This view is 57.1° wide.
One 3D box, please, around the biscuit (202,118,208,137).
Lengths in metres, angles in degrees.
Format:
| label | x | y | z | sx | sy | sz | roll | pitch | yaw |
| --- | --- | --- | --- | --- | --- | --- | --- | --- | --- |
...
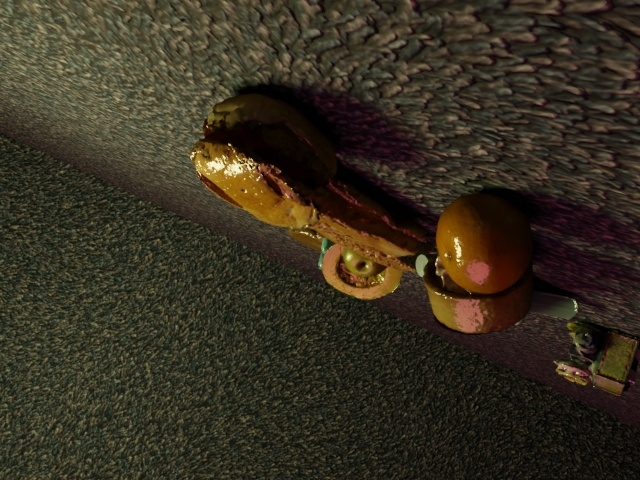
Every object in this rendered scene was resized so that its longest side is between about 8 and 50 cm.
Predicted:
| label | x | y | z | sx | sy | sz | roll | pitch | yaw |
| --- | --- | --- | --- | --- | --- | --- | --- | --- | --- |
| biscuit | -0.163 | -0.175 | 1.178 | 0.192 | 0.049 | 0.192 | 35 | 161 | 14 |

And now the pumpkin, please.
| label | x | y | z | sx | sy | sz | roll | pitch | yaw |
| --- | --- | --- | --- | --- | --- | --- | --- | --- | --- |
| pumpkin | 0.112 | 0.054 | 1.589 | 0.217 | 0.217 | 0.110 | 27 | -149 | -13 |

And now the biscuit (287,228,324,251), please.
| label | x | y | z | sx | sy | sz | roll | pitch | yaw |
| --- | --- | --- | --- | --- | --- | --- | --- | --- | --- |
| biscuit | 0.000 | 0.000 | 1.822 | 0.225 | 0.042 | 0.226 | 23 | 171 | 4 |

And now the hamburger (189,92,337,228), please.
| label | x | y | z | sx | sy | sz | roll | pitch | yaw |
| --- | --- | --- | --- | --- | --- | --- | --- | --- | --- |
| hamburger | -0.085 | -0.135 | 0.965 | 0.244 | 0.163 | 0.244 | 23 | 162 | 8 |

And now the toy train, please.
| label | x | y | z | sx | sy | sz | roll | pitch | yaw |
| --- | --- | --- | --- | --- | --- | --- | --- | --- | --- |
| toy train | 0.681 | 0.294 | 1.444 | 0.177 | 0.134 | 0.261 | 19 | 169 | 29 |

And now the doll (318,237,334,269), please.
| label | x | y | z | sx | sy | sz | roll | pitch | yaw |
| --- | --- | --- | --- | --- | --- | --- | --- | --- | --- |
| doll | 0.076 | 0.041 | 1.699 | 0.158 | 0.059 | 0.159 | 13 | 144 | -6 |

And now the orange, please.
| label | x | y | z | sx | sy | sz | roll | pitch | yaw |
| --- | --- | --- | --- | --- | --- | --- | --- | --- | --- |
| orange | 0.256 | 0.002 | 0.909 | 0.136 | 0.159 | 0.159 | -18 | 177 | -11 |

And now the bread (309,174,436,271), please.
| label | x | y | z | sx | sy | sz | roll | pitch | yaw |
| --- | --- | --- | --- | --- | --- | --- | --- | --- | --- |
| bread | 0.087 | -0.042 | 1.198 | 0.380 | 0.109 | 0.185 | 27 | 163 | -23 |

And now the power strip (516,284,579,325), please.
| label | x | y | z | sx | sy | sz | roll | pitch | yaw |
| --- | --- | --- | --- | --- | --- | --- | --- | --- | --- |
| power strip | 0.400 | 0.124 | 1.211 | 0.253 | 0.054 | 0.167 | 3 | -168 | -37 |

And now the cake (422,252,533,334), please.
| label | x | y | z | sx | sy | sz | roll | pitch | yaw |
| --- | --- | --- | --- | --- | --- | --- | --- | --- | --- |
| cake | 0.275 | 0.052 | 1.066 | 0.207 | 0.185 | 0.178 | 13 | 130 | 58 |

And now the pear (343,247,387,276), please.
| label | x | y | z | sx | sy | sz | roll | pitch | yaw |
| --- | --- | --- | --- | --- | --- | --- | --- | --- | --- |
| pear | 0.120 | 0.017 | 1.370 | 0.104 | 0.141 | 0.141 | 4 | 163 | 22 |

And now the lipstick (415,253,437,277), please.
| label | x | y | z | sx | sy | sz | roll | pitch | yaw |
| --- | --- | --- | --- | --- | --- | --- | --- | --- | --- |
| lipstick | 0.271 | 0.049 | 1.198 | 0.157 | 0.048 | 0.048 | -1 | -177 | -27 |
